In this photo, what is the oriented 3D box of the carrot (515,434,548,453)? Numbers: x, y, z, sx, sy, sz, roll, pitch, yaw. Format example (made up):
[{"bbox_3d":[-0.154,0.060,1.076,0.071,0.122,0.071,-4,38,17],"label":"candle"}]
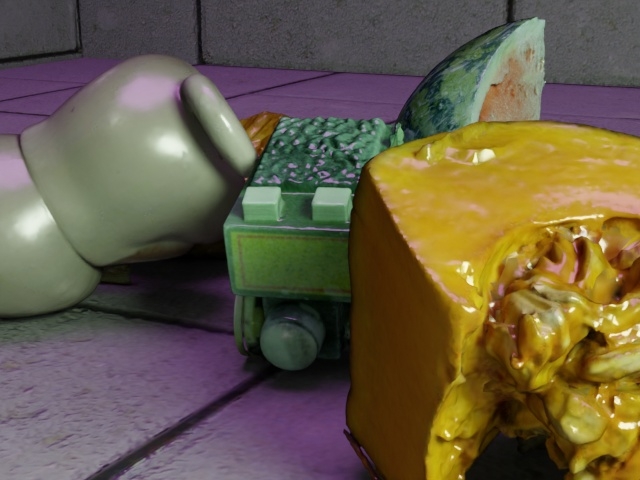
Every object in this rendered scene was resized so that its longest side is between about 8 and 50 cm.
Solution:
[{"bbox_3d":[0.250,0.104,0.969,0.070,0.070,0.342,10,20,34],"label":"carrot"}]

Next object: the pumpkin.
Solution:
[{"bbox_3d":[0.162,0.065,0.754,0.303,0.225,0.256,6,36,6],"label":"pumpkin"}]

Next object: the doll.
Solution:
[{"bbox_3d":[-0.241,-0.055,1.183,0.370,0.215,0.226,-27,-9,6],"label":"doll"}]

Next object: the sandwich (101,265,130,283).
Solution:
[{"bbox_3d":[-0.254,0.030,1.318,0.044,0.031,0.083,-6,13,-33],"label":"sandwich"}]

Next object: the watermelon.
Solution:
[{"bbox_3d":[0.160,-0.090,1.220,0.180,0.305,0.224,0,16,-6],"label":"watermelon"}]

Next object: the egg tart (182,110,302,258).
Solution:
[{"bbox_3d":[-0.150,-0.065,1.445,0.352,0.150,0.352,-5,18,2],"label":"egg tart"}]

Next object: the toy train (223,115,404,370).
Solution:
[{"bbox_3d":[0.000,0.000,1.071,0.159,0.188,0.272,3,32,11],"label":"toy train"}]
